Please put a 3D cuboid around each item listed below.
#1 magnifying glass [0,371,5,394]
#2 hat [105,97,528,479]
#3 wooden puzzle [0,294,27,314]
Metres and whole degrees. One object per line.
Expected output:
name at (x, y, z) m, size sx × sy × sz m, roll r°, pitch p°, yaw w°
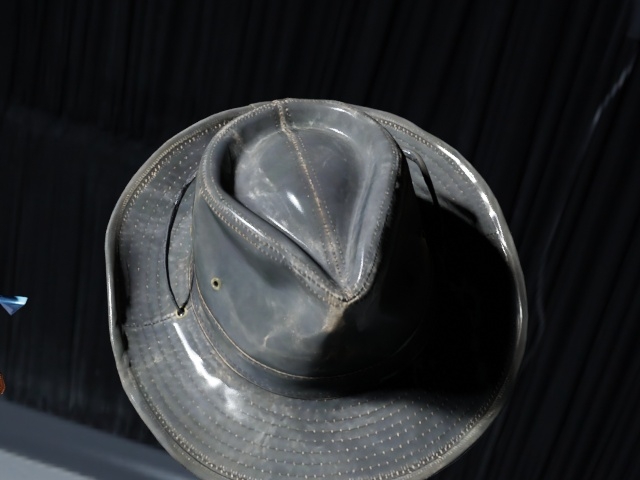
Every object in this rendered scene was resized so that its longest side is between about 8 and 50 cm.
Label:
magnifying glass at (-0.370, 0.100, 1.115) m, size 0.026 × 0.092 × 0.231 m, roll -16°, pitch 28°, yaw -21°
hat at (0.000, 0.000, 0.705) m, size 0.331 × 0.134 × 0.331 m, roll 2°, pitch 59°, yaw -3°
wooden puzzle at (-0.280, 0.031, 0.776) m, size 0.116 × 0.078 × 0.014 m, roll 24°, pitch 58°, yaw -17°
